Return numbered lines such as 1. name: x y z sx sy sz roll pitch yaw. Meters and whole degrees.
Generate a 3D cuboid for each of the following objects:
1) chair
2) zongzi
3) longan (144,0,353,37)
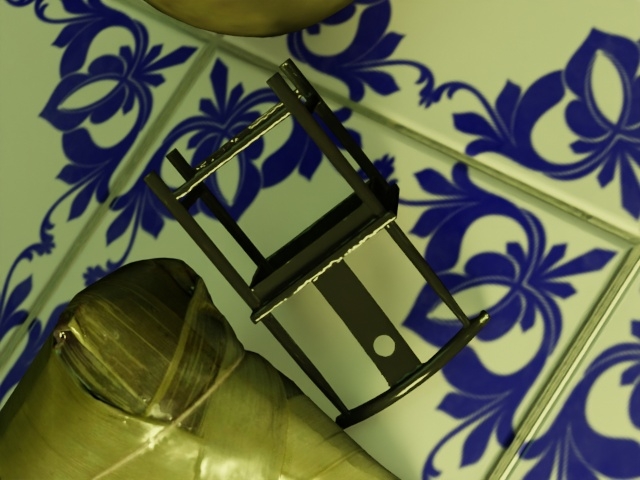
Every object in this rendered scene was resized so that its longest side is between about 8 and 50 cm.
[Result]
1. chair: 0.000 0.000 1.347 0.154 0.141 0.260 -37 97 11
2. zongzi: -0.113 0.207 1.327 0.317 0.154 0.289 37 122 3
3. longan: -0.062 -0.354 1.448 0.361 0.361 0.361 -14 60 25
